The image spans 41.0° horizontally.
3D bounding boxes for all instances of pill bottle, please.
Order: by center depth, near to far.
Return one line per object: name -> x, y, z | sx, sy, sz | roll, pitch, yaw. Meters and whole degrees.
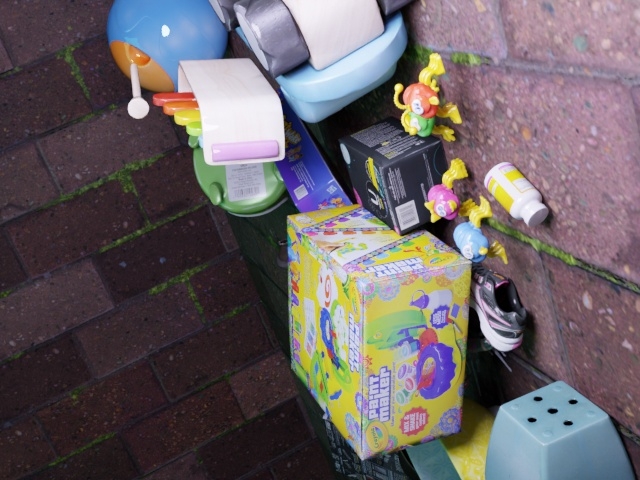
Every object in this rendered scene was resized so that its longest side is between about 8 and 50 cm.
pill bottle -> 0.240, -0.055, 1.044 | 0.083, 0.043, 0.043 | 55, 164, 36

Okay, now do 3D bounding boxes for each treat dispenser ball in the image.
treat dispenser ball -> -0.367, -0.498, 2.061 | 0.288, 0.288, 0.288 | 58, 166, 24

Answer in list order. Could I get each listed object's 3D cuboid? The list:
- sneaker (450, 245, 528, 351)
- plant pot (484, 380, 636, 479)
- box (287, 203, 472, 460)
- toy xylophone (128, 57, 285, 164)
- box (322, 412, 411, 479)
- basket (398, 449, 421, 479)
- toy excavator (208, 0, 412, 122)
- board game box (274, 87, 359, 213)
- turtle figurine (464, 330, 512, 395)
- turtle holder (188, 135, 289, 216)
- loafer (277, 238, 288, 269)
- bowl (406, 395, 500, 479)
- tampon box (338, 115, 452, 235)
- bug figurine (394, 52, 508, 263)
sneaker -> 0.246, 0.069, 1.243 | 0.178, 0.072, 0.077 | 53, 146, 29
plant pot -> 0.330, 0.328, 1.179 | 0.165, 0.165, 0.234 | -139, 35, -60
box -> 0.080, 0.127, 1.327 | 0.279, 0.176, 0.290 | -137, 42, -57
toy xylophone -> -0.171, -0.208, 1.296 | 0.323, 0.236, 0.081 | -106, 16, -62
box -> 0.141, 0.562, 2.270 | 0.242, 0.077, 0.308 | 19, 145, 24
basket -> 0.231, 0.426, 1.769 | 0.204, 0.154, 0.227 | 61, 170, 23
toy excavator -> -0.011, -0.284, 1.300 | 0.433, 0.222, 0.445 | 54, 172, 42
board game box -> -0.003, -0.103, 1.571 | 0.233, 0.078, 0.347 | 52, -173, -39
turtle figurine -> 0.218, 0.162, 1.402 | 0.175, 0.118, 0.234 | 164, 86, -77
turtle holder -> -0.183, -0.206, 2.004 | 0.320, 0.243, 0.227 | 53, -178, 11
loafer -> 0.000, 0.000, 1.972 | 0.366, 0.133, 0.130 | 175, 93, -66
bowl -> 0.268, 0.372, 1.487 | 0.290, 0.156, 0.289 | 59, 166, 24
tampon box -> 0.115, -0.103, 1.314 | 0.161, 0.101, 0.121 | 42, 154, 60
bug figurine -> 0.158, -0.098, 1.114 | 0.216, 0.072, 0.279 | -93, -18, -78
